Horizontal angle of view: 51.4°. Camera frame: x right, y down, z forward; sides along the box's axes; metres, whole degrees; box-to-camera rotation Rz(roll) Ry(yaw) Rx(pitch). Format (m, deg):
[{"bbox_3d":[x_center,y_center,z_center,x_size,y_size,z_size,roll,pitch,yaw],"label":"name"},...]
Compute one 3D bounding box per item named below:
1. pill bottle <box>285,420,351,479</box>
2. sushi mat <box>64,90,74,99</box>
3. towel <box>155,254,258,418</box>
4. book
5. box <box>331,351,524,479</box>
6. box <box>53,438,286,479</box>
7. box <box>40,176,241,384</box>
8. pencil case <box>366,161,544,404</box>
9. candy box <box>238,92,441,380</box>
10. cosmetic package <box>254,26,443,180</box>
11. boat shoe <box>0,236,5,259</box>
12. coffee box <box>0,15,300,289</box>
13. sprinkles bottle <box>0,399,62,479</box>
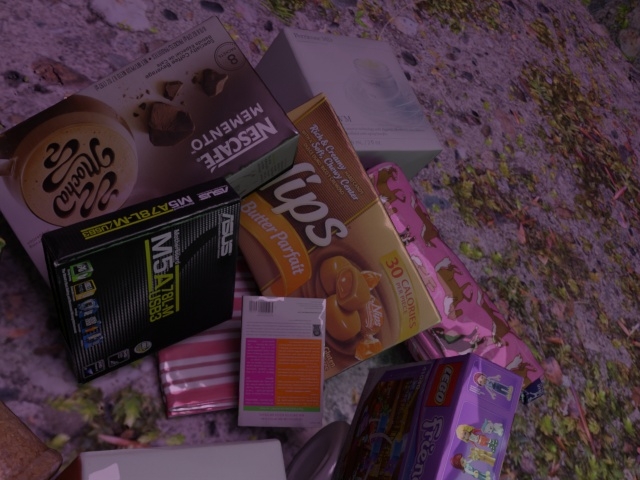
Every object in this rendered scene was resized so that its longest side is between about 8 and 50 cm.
[{"bbox_3d":[0.068,0.314,0.735,0.221,0.124,0.124,42,45,-6],"label":"pill bottle"},{"bbox_3d":[-0.192,-0.097,0.896,0.316,0.019,0.152,13,53,-29],"label":"sushi mat"},{"bbox_3d":[-0.133,0.107,0.797,0.144,0.029,0.197,0,61,-34],"label":"towel"},{"bbox_3d":[-0.044,0.136,0.756,0.096,0.035,0.144,3,85,-9],"label":"book"},{"bbox_3d":[0.059,0.249,0.570,0.057,0.201,0.294,27,69,-12],"label":"box"},{"bbox_3d":[-0.122,0.354,0.502,0.168,0.215,0.346,7,57,-32],"label":"box"},{"bbox_3d":[-0.172,0.043,0.672,0.184,0.191,0.045,-20,52,-29],"label":"box"},{"bbox_3d":[0.144,0.076,0.933,0.160,0.167,0.386,-31,80,-11],"label":"pencil case"},{"bbox_3d":[0.000,0.000,0.836,0.317,0.182,0.087,64,6,10],"label":"candy box"},{"bbox_3d":[0.036,-0.198,1.051,0.224,0.138,0.225,-7,64,-39],"label":"cosmetic package"},{"bbox_3d":[-0.327,0.004,0.564,0.109,0.091,0.305,49,-5,-40],"label":"boat shoe"},{"bbox_3d":[-0.190,-0.086,0.726,0.297,0.119,0.168,-33,83,-13],"label":"coffee box"},{"bbox_3d":[-0.379,0.102,0.549,0.355,0.121,0.121,46,45,-2],"label":"sprinkles bottle"}]
